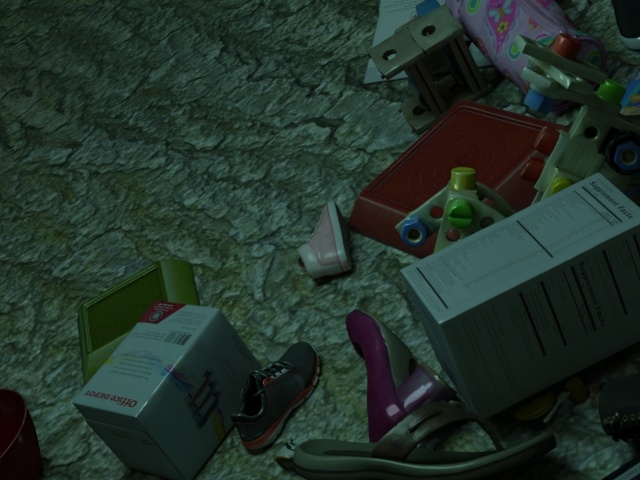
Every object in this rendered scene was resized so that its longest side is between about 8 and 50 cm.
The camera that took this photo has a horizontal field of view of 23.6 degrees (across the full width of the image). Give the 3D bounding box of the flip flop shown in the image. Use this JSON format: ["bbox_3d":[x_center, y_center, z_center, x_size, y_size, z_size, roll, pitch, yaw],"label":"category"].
[{"bbox_3d":[0.099,0.202,1.550,0.277,0.080,0.112,-3,-1,28],"label":"flip flop"}]

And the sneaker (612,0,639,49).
[{"bbox_3d":[0.503,-0.380,1.996,0.295,0.147,0.104,-29,29,3],"label":"sneaker"}]

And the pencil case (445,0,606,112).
[{"bbox_3d":[0.270,-0.289,2.065,0.124,0.124,0.284,-32,42,1],"label":"pencil case"}]

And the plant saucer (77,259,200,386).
[{"bbox_3d":[-0.259,0.106,2.100,0.188,0.045,0.188,-30,31,5],"label":"plant saucer"}]

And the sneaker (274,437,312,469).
[{"bbox_3d":[-0.014,0.236,1.711,0.083,0.032,0.037,-1,44,41],"label":"sneaker"}]

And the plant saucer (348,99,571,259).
[{"bbox_3d":[0.183,-0.086,1.970,0.258,0.048,0.259,-43,32,-16],"label":"plant saucer"}]

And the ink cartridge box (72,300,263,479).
[{"bbox_3d":[-0.180,0.180,1.844,0.128,0.127,0.176,6,48,45],"label":"ink cartridge box"}]

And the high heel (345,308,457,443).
[{"bbox_3d":[0.059,0.163,1.722,0.117,0.082,0.244,-47,35,-1],"label":"high heel"}]

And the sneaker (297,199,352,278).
[{"bbox_3d":[0.000,0.000,2.008,0.070,0.051,0.134,-20,37,10],"label":"sneaker"}]

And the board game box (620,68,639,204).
[{"bbox_3d":[0.408,-0.129,1.826,0.160,0.047,0.210,10,50,48],"label":"board game box"}]

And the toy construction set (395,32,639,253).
[{"bbox_3d":[0.239,-0.085,1.714,0.151,0.215,0.328,-66,1,-56],"label":"toy construction set"}]

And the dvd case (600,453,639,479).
[{"bbox_3d":[0.329,0.263,1.377,0.164,0.018,0.221,-33,31,-2],"label":"dvd case"}]

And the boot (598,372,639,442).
[{"bbox_3d":[0.317,0.182,1.428,0.137,0.077,0.198,-20,19,28],"label":"boot"}]

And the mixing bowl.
[{"bbox_3d":[-0.424,0.286,1.945,0.181,0.098,0.181,-22,33,16],"label":"mixing bowl"}]

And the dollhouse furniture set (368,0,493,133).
[{"bbox_3d":[0.132,-0.271,2.158,0.129,0.129,0.184,-31,44,3],"label":"dollhouse furniture set"}]

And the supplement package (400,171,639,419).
[{"bbox_3d":[0.232,0.056,1.609,0.244,0.134,0.139,-26,28,-3],"label":"supplement package"}]

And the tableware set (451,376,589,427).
[{"bbox_3d":[0.216,0.154,1.631,0.154,0.024,0.104,7,46,48],"label":"tableware set"}]

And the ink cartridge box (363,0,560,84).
[{"bbox_3d":[0.218,-0.355,2.297,0.296,0.066,0.261,-3,67,39],"label":"ink cartridge box"}]

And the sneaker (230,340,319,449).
[{"bbox_3d":[-0.054,0.170,1.807,0.061,0.065,0.158,-5,41,38],"label":"sneaker"}]
